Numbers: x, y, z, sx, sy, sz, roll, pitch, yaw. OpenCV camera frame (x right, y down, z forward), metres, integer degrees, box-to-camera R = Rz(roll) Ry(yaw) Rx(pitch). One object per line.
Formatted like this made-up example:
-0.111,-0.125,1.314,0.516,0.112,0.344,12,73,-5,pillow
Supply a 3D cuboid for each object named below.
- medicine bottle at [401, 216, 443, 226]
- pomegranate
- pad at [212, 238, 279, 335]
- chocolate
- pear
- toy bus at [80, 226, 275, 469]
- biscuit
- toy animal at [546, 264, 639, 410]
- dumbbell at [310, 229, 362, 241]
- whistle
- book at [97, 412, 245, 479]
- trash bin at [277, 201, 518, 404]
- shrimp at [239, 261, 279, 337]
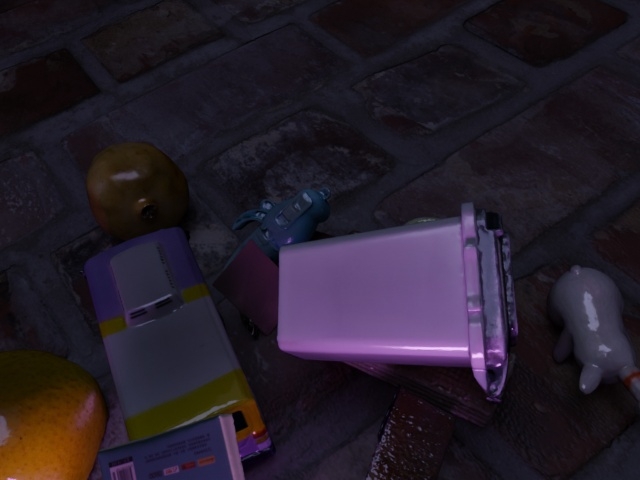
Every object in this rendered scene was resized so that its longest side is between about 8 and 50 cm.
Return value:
0.209,0.049,1.279,0.148,0.143,0.147,-2,51,2,medicine bottle
-0.404,-0.107,1.455,0.233,0.233,0.233,-4,49,5,pomegranate
-0.115,0.094,1.248,0.113,0.187,0.006,-50,41,-12,pad
0.119,0.394,1.027,0.112,0.111,0.321,18,54,12,chocolate
-0.577,0.336,1.113,0.340,0.191,0.386,26,57,27,pear
-0.262,0.189,1.155,0.209,0.249,0.439,-22,51,-11,toy bus
0.134,0.188,1.213,0.426,0.078,0.144,21,55,22,biscuit
0.483,0.185,1.139,0.141,0.138,0.282,-11,56,9,toy animal
0.000,0.000,1.390,0.231,0.082,0.092,18,53,21,dumbbell
-0.084,-0.011,1.324,0.274,0.093,0.186,-41,68,8,whistle
-0.172,0.437,0.845,0.264,0.031,0.379,-23,74,32,book
0.125,0.116,1.062,0.368,0.256,0.295,-5,74,14,trash bin
-0.101,0.108,1.348,0.148,0.035,0.195,-11,48,-5,shrimp
